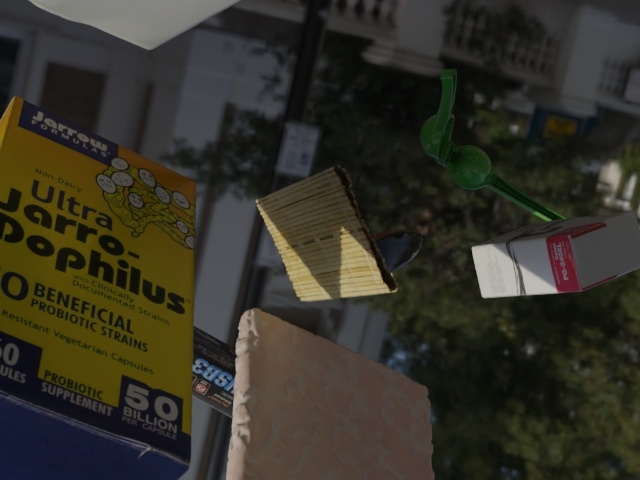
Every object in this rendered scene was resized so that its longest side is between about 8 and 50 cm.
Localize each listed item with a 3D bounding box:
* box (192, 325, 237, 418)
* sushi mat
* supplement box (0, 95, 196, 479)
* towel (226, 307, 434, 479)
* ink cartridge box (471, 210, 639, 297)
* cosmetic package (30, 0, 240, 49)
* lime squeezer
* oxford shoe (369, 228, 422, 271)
[{"bbox_3d":[-0.191,0.187,1.857,0.295,0.073,0.293,32,180,-25],"label":"box"},{"bbox_3d":[0.000,0.000,1.427,0.019,0.151,0.316,-24,-177,-19],"label":"sushi mat"},{"bbox_3d":[-0.233,0.078,1.009,0.194,0.195,0.357,26,-149,-23],"label":"supplement box"},{"bbox_3d":[0.017,0.280,1.538,0.317,0.053,0.332,26,-136,-28],"label":"towel"},{"bbox_3d":[0.254,0.016,1.291,0.109,0.063,0.150,-19,-173,-35],"label":"ink cartridge box"},{"bbox_3d":[-0.037,-0.319,0.828,0.453,0.162,0.230,-22,159,29],"label":"cosmetic package"},{"bbox_3d":[0.190,-0.109,1.450,0.110,0.059,0.310,-12,140,33],"label":"lime squeezer"},{"bbox_3d":[0.075,0.012,1.971,0.212,0.076,0.076,-12,-147,-33],"label":"oxford shoe"}]
